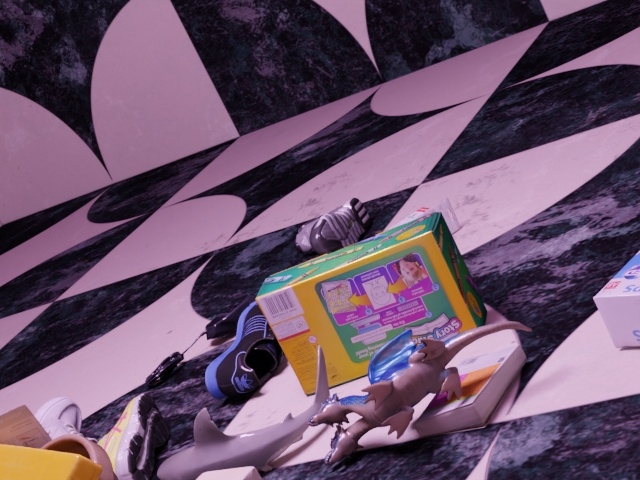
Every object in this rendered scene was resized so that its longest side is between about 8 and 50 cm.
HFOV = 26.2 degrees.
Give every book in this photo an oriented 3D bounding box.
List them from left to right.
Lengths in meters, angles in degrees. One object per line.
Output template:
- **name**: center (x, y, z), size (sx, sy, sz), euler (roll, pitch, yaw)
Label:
- **book**: center (0.182, 0.182, 1.680), size (0.096, 0.035, 0.144), euler (-20, 16, 39)

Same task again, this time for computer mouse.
- **computer mouse**: center (-0.196, 0.176, 2.334), size (0.242, 0.041, 0.071), euler (-39, 9, -16)

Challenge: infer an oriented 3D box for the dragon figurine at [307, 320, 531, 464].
- **dragon figurine**: center (0.108, 0.165, 1.669), size (0.289, 0.085, 0.144), euler (-39, 7, -7)

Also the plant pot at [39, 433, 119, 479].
- **plant pot**: center (-0.304, 0.364, 1.667), size (0.237, 0.109, 0.237), euler (-36, 36, 31)

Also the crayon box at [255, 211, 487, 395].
- **crayon box**: center (0.071, 0.090, 1.912), size (0.278, 0.165, 0.081), euler (-21, 16, 19)

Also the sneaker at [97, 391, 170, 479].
- **sneaker**: center (-0.286, 0.293, 2.002), size (0.094, 0.081, 0.208), euler (-25, 16, 16)

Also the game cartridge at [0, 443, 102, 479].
- **game cartridge**: center (-0.399, 0.399, 1.622), size (0.285, 0.052, 0.324), euler (-5, 55, 53)

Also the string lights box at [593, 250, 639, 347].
- **string lights box**: center (0.457, 0.028, 1.640), size (0.133, 0.077, 0.259), euler (-6, 26, 50)

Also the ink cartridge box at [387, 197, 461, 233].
- **ink cartridge box**: center (0.173, -0.019, 2.288), size (0.115, 0.063, 0.029), euler (-33, 19, -22)

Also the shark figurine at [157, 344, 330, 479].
- **shark figurine**: center (-0.103, 0.249, 1.790), size (0.278, 0.116, 0.166), euler (-28, 17, 3)

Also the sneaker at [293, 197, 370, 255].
- **sneaker**: center (0.000, 0.000, 2.506), size (0.132, 0.086, 0.228), euler (-25, 5, 26)

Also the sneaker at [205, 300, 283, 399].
- **sneaker**: center (-0.089, 0.162, 2.119), size (0.090, 0.081, 0.232), euler (-14, 27, 32)

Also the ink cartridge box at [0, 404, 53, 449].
- **ink cartridge box**: center (-0.412, 0.319, 1.840), size (0.189, 0.232, 0.066), euler (-24, 28, 6)

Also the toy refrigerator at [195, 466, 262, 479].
- **toy refrigerator**: center (-0.145, 0.367, 1.490), size (0.094, 0.102, 0.269), euler (-15, 19, 38)

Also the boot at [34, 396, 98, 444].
- **boot**: center (-0.385, 0.320, 2.090), size (0.123, 0.095, 0.258), euler (-15, 27, 20)
